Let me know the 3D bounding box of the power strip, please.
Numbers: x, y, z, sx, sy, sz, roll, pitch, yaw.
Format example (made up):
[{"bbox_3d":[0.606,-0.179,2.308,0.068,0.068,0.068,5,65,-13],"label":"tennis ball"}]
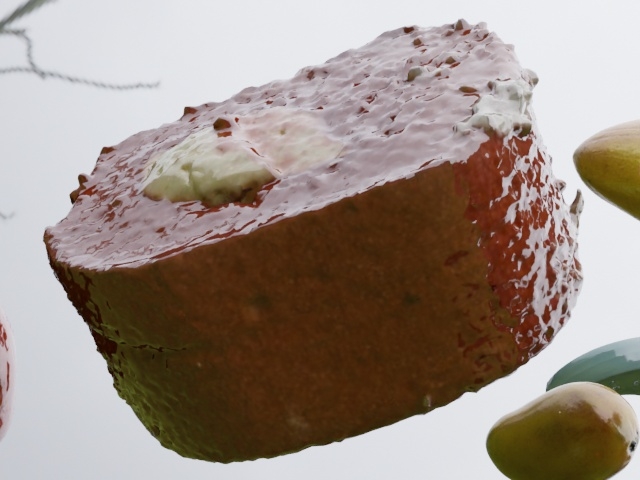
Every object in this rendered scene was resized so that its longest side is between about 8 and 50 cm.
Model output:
[{"bbox_3d":[0.382,0.164,1.508,0.216,0.044,0.137,7,-39,-29],"label":"power strip"}]

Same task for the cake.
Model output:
[{"bbox_3d":[0.000,0.000,0.673,0.177,0.282,0.151,-101,171,-67],"label":"cake"}]

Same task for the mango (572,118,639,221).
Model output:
[{"bbox_3d":[0.479,-0.094,1.753,0.257,0.187,0.138,23,-26,24],"label":"mango"}]

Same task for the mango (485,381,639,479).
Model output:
[{"bbox_3d":[0.258,0.214,1.349,0.163,0.111,0.089,-34,-29,23],"label":"mango"}]

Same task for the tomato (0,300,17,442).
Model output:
[{"bbox_3d":[-0.278,0.073,0.769,0.187,0.187,0.151,48,-18,-28],"label":"tomato"}]
